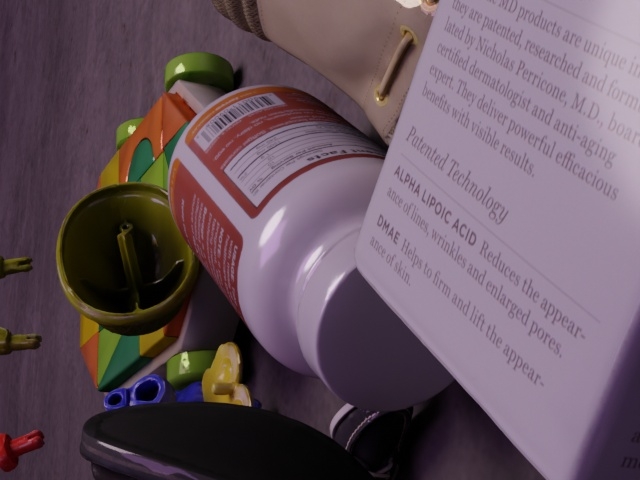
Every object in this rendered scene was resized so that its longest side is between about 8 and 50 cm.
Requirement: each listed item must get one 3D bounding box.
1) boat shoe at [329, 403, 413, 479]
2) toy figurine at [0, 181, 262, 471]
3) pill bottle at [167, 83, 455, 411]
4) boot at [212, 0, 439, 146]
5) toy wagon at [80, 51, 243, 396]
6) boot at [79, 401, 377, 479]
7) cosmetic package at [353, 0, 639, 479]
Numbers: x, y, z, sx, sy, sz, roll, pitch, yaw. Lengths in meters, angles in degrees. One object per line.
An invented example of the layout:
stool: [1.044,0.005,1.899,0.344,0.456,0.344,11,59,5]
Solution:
boat shoe: [0.021,0.125,0.650,0.125,0.046,0.038,120,146,-42]
toy figurine: [-0.105,0.161,0.745,0.363,0.191,0.217,-114,1,-45]
pill bottle: [0.000,0.000,0.645,0.216,0.121,0.121,47,124,58]
boot: [0.047,-0.165,0.535,0.203,0.095,0.262,42,135,25]
toy wagon: [-0.104,-0.011,0.913,0.344,0.068,0.267,-38,49,54]
boot: [-0.011,0.209,0.503,0.091,0.262,0.229,-31,-37,-74]
cosmetic package: [0.127,-0.033,0.370,0.151,0.151,0.184,48,124,57]
